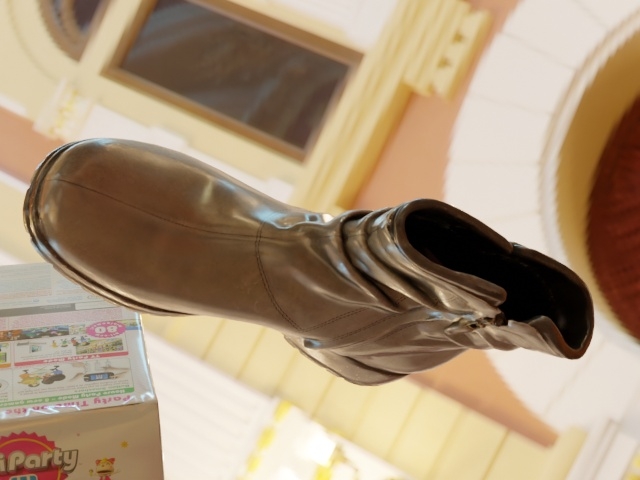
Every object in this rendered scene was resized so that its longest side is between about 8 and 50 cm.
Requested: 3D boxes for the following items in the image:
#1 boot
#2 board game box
[{"bbox_3d":[0.000,0.000,0.754,0.247,0.161,0.083,23,-112,-28],"label":"boot"},{"bbox_3d":[-0.258,0.119,1.377,0.224,0.303,0.097,-5,-68,-8],"label":"board game box"}]
